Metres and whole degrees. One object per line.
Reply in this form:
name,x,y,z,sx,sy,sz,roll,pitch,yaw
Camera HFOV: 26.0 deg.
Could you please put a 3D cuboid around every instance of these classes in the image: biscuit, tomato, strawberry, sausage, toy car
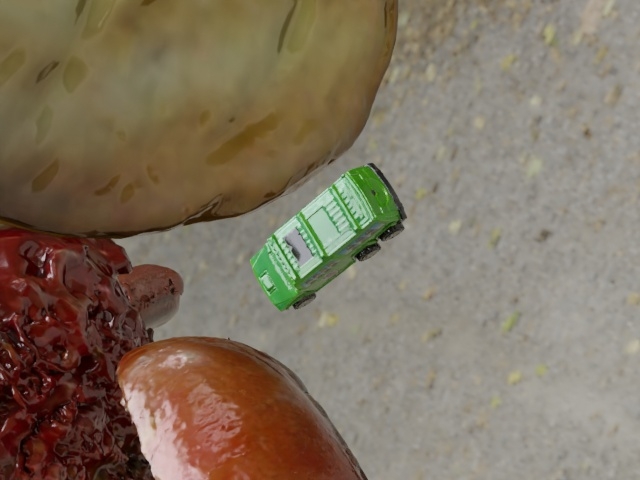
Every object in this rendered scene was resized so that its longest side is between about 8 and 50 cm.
biscuit,-0.090,-0.077,0.542,0.045,0.299,0.154,2,81,51
tomato,-0.015,0.145,0.705,0.095,0.237,0.237,-28,25,-2
strawberry,-0.196,0.116,0.872,0.274,0.220,0.274,-51,-6,-8
sausage,-0.203,0.066,1.506,0.076,0.076,0.141,-59,-16,25
toy car,0.000,0.000,1.269,0.165,0.062,0.071,-39,72,27
